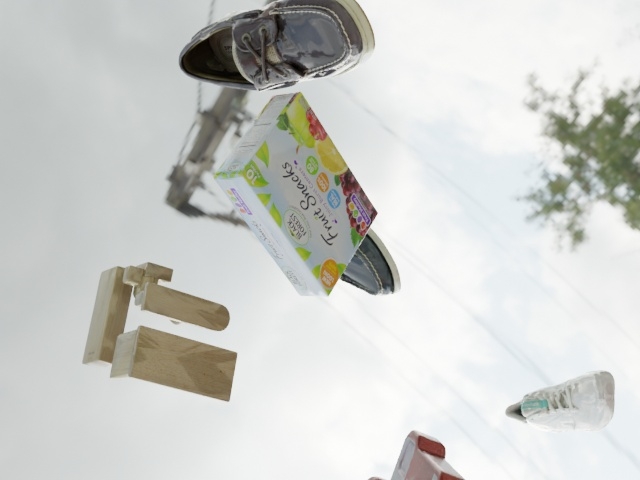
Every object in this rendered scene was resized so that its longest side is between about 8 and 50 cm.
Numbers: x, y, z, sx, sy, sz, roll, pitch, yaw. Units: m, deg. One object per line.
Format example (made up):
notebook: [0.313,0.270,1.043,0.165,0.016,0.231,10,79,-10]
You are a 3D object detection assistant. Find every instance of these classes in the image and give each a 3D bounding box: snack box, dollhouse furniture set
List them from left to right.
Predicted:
dollhouse furniture set: [-0.182,0.108,1.313,0.123,0.151,0.144,19,-111,-30]
snack box: [-0.017,-0.036,0.940,0.141,0.037,0.100,55,-127,-32]

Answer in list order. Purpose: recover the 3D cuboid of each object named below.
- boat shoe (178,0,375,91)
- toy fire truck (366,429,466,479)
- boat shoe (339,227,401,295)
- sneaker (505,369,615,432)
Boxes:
boat shoe: [-0.055,-0.207,1.235,0.092,0.285,0.103,-36,-64,-29]
toy fire truck: [0.087,0.374,1.244,0.169,0.302,0.254,19,180,-5]
boat shoe: [0.000,0.000,1.413,0.079,0.095,0.254,-24,-134,-28]
sneaker: [0.329,0.230,1.581,0.094,0.212,0.080,6,-112,-16]
